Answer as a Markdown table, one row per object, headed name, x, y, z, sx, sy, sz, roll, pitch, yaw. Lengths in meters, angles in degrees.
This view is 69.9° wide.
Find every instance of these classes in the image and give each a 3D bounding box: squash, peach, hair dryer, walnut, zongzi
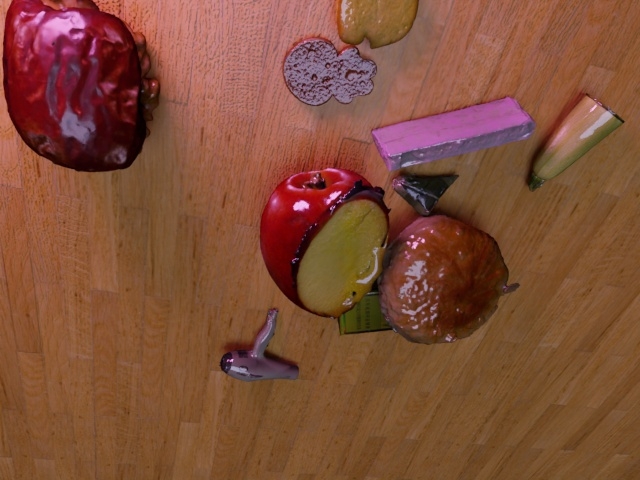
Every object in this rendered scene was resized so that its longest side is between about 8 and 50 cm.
| name | x | y | z | sx | sy | sz | roll | pitch | yaw |
| --- | --- | --- | --- | --- | --- | --- | --- | --- | --- |
| squash | 0.516 | -0.191 | 0.965 | 0.094 | 0.094 | 0.224 | 20 | 127 | -18 |
| peach | 0.000 | 0.000 | 0.971 | 0.257 | 0.201 | 0.362 | -29 | 137 | -18 |
| hair dryer | -0.128 | 0.310 | 1.252 | 0.225 | 0.088 | 0.219 | -46 | 125 | 6 |
| walnut | -0.378 | -0.258 | 0.759 | 0.243 | 0.221 | 0.269 | -9 | 122 | -39 |
| zongzi | 0.225 | -0.129 | 0.995 | 0.109 | 0.055 | 0.119 | 39 | 94 | -14 |

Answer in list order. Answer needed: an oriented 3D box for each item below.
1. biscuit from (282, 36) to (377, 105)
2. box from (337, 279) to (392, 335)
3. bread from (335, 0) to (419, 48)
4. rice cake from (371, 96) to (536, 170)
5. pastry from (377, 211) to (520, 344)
| name | x | y | z | sx | sy | sz | roll | pitch | yaw |
| --- | --- | --- | --- | --- | --- | --- | --- | --- | --- |
| biscuit | 0.015 | -0.312 | 0.858 | 0.175 | 0.026 | 0.124 | 5 | 125 | -8 |
| box | 0.153 | 0.165 | 1.174 | 0.219 | 0.064 | 0.141 | -6 | 122 | -4 |
| bread | 0.098 | -0.425 | 0.774 | 0.149 | 0.065 | 0.188 | 1 | 122 | -19 |
| rice cake | 0.257 | -0.209 | 0.904 | 0.297 | 0.106 | 0.050 | -13 | 134 | 3 |
| pastry | 0.275 | 0.098 | 1.046 | 0.329 | 0.136 | 0.330 | -5 | 106 | -20 |
